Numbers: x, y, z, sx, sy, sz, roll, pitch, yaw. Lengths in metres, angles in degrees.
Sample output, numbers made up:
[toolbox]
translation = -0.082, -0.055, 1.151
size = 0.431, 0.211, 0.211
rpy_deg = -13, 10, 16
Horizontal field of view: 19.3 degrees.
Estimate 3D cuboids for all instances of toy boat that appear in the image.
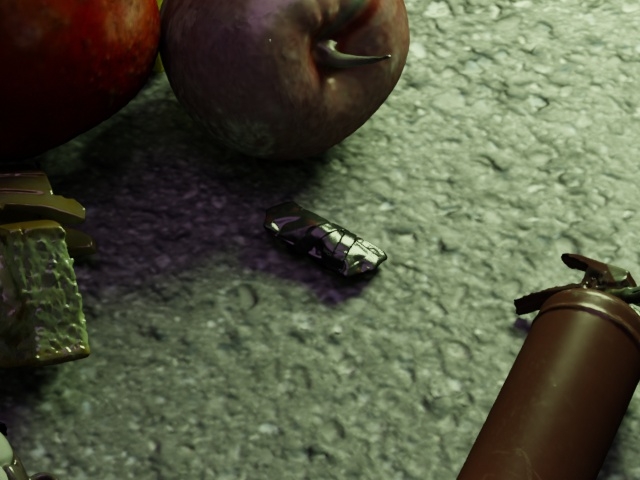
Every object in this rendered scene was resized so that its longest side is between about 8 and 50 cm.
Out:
[toy boat]
translation = -0.364, -0.004, 1.742
size = 0.310, 0.089, 0.115
rpy_deg = -4, 50, -2

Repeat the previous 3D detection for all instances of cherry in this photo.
[cherry]
translation = -0.034, -0.188, 1.816
size = 0.236, 0.213, 0.285
rpy_deg = -16, 24, -41

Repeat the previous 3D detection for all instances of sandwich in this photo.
[sandwich]
translation = -0.326, 0.055, 1.618
size = 0.236, 0.122, 0.128
rpy_deg = -9, 5, -19

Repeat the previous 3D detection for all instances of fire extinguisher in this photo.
[fire extinguisher]
translation = 0.190, 0.128, 1.594
size = 0.147, 0.106, 0.337
rpy_deg = -2, 40, 36

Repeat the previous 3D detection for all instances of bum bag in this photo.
[bum bag]
translation = 0.000, -0.001, 1.757
size = 0.124, 0.034, 0.058
rpy_deg = 26, 40, 23

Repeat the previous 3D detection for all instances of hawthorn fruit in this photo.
[hawthorn fruit]
translation = -0.299, -0.201, 1.739
size = 0.265, 0.265, 0.307
rpy_deg = 27, 40, 25

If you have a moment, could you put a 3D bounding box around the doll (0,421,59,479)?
[doll]
translation = -0.337, 0.223, 1.514
size = 0.257, 0.117, 0.182
rpy_deg = -16, 43, -8

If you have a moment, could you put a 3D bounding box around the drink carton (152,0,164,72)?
[drink carton]
translation = -0.287, -0.311, 1.977
size = 0.351, 0.154, 0.111
rpy_deg = 22, 52, 22
